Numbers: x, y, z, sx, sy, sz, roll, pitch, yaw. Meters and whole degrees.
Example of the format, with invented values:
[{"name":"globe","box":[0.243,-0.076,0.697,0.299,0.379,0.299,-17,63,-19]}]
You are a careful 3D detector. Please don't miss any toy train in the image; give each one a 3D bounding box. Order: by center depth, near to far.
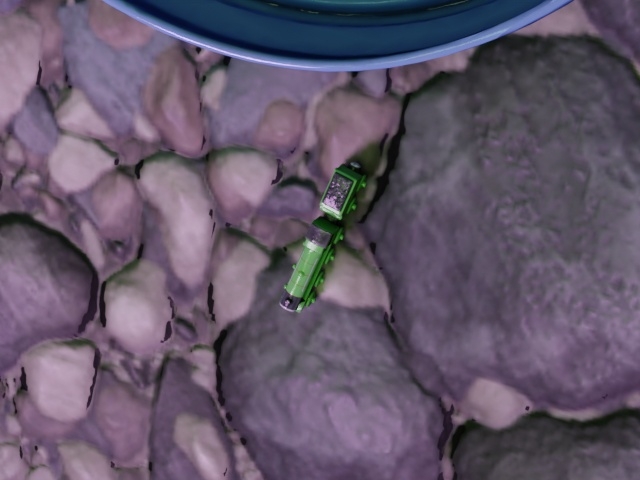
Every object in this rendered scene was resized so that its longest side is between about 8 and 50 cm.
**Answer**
[{"name":"toy train","box":[0.000,0.000,0.690,0.017,0.024,0.083,27,111,9]}]

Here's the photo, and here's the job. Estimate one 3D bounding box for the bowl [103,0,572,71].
[{"name":"bowl","box":[0.007,-0.268,0.584,0.391,0.077,0.391,5,106,17]}]
